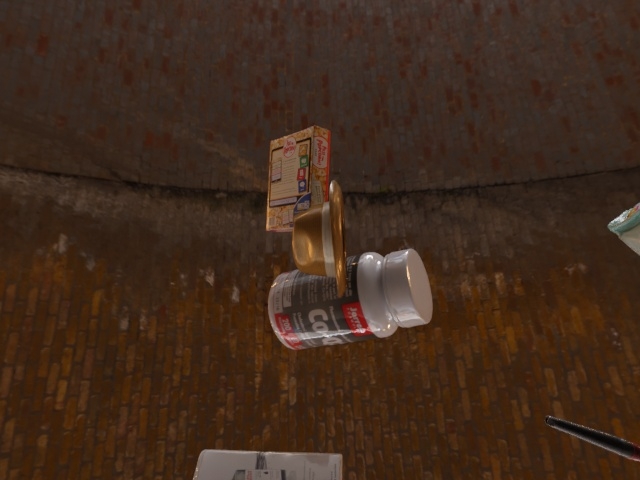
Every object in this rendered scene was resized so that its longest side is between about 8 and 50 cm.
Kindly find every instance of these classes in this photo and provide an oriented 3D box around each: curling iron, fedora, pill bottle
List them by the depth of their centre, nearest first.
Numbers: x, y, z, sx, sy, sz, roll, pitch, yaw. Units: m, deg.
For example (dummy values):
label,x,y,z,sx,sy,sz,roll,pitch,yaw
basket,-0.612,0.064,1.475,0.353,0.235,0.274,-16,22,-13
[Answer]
label,x,y,z,sx,sy,sz,roll,pitch,yaw
fedora,0.000,0.000,0.641,0.079,0.194,0.195,-3,-109,5
curling iron,0.540,0.353,0.716,0.273,0.035,0.068,9,-116,12
pill bottle,0.056,0.113,0.785,0.283,0.161,0.161,-15,-111,27

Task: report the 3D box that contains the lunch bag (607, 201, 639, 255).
label,x,y,z,sx,sy,sz,roll,pitch,yaw
lunch bag,0.448,-0.031,0.339,0.160,0.262,0.223,-18,-119,-37

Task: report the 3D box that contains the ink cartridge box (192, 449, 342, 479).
label,x,y,z,sx,sy,sz,roll,pitch,yaw
ink cartridge box,-0.078,0.404,0.635,0.217,0.159,0.092,2,-140,2

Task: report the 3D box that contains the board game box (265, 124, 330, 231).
label,x,y,z,sx,sy,sz,roll,pitch,yaw
board game box,-0.048,-0.117,0.824,0.045,0.146,0.194,6,-95,-42
